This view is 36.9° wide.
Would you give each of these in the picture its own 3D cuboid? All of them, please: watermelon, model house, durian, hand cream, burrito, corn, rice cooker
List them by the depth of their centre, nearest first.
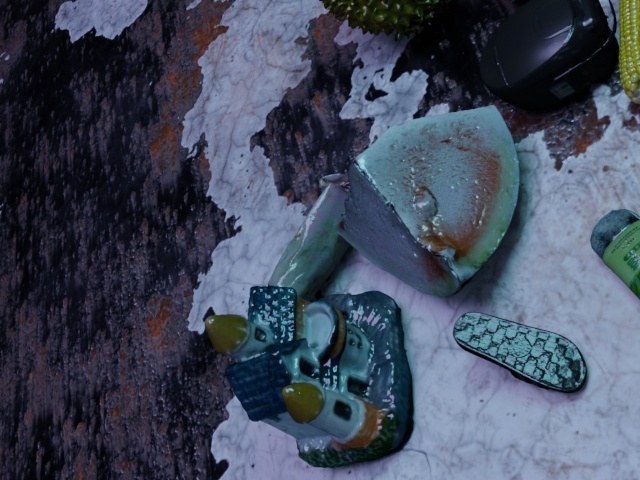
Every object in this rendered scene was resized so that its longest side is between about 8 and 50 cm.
[{"bbox_3d":[0.399,0.029,1.159,0.095,0.046,0.175,-46,44,11],"label":"hand cream"},{"bbox_3d":[0.441,-0.295,1.285,0.081,0.081,0.248,-14,58,40],"label":"corn"},{"bbox_3d":[-0.031,0.161,1.331,0.184,0.291,0.253,-25,51,39],"label":"model house"},{"bbox_3d":[0.152,-0.081,1.346,0.289,0.213,0.320,-52,30,5],"label":"watermelon"},{"bbox_3d":[0.326,-0.269,1.355,0.203,0.118,0.142,-26,50,33],"label":"rice cooker"},{"bbox_3d":[0.000,0.000,1.530,0.089,0.144,0.229,29,87,5],"label":"burrito"},{"bbox_3d":[0.117,-0.474,1.615,0.258,0.258,0.293,-13,48,40],"label":"durian"}]

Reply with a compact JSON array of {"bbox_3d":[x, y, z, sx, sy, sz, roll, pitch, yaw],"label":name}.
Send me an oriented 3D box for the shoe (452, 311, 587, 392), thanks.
[{"bbox_3d":[0.257,0.145,1.227,0.179,0.049,0.071,20,69,27],"label":"shoe"}]
